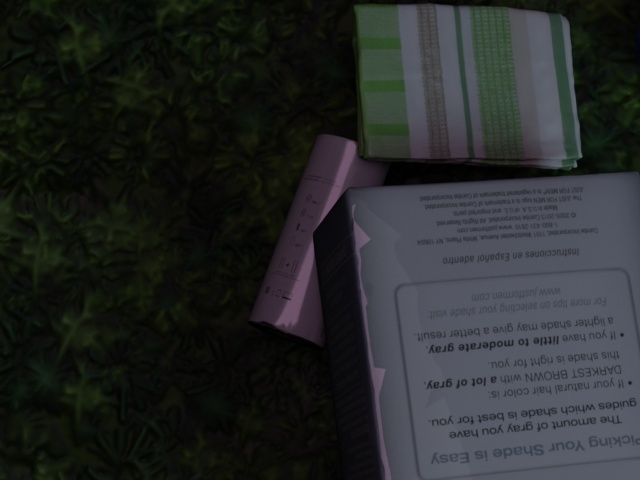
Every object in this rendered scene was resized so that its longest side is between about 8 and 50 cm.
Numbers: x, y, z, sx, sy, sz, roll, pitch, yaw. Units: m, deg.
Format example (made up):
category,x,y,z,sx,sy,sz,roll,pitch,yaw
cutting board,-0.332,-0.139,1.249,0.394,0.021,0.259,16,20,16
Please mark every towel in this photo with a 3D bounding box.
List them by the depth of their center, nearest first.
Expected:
category,x,y,z,sx,sy,sz,roll,pitch,yaw
towel,0.096,-0.102,0.899,0.152,0.023,0.113,1,74,-13

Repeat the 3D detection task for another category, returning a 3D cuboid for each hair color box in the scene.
category,x,y,z,sx,sy,sz,roll,pitch,yaw
hair color box,0.114,0.156,0.794,0.185,0.113,0.374,-4,76,-13

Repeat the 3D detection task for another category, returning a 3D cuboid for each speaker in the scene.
category,x,y,z,sx,sy,sz,roll,pitch,yaw
speaker,0.000,0.000,0.894,0.055,0.055,0.136,18,80,10

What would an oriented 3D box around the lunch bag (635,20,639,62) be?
category,x,y,z,sx,sy,sz,roll,pitch,yaw
lunch bag,0.314,-0.117,0.796,0.293,0.221,0.138,18,80,10
